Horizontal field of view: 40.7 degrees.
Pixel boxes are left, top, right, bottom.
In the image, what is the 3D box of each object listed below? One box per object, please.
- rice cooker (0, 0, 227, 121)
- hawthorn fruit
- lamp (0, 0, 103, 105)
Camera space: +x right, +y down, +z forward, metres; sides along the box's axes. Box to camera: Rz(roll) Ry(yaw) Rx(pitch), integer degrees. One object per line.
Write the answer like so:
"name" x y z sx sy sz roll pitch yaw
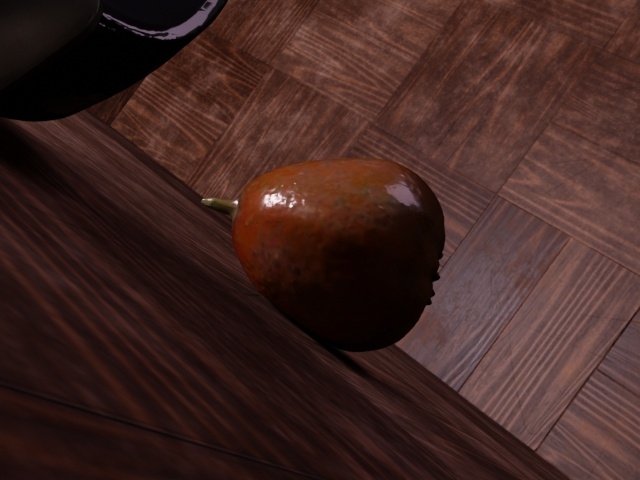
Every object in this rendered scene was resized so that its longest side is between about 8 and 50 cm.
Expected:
"rice cooker" -0.197 -0.219 0.583 0.224 0.267 0.267 -6 -33 44
"hawthorn fruit" 0.000 0.000 0.864 0.251 0.199 0.199 21 -3 6
"lamp" -0.161 -0.102 0.292 0.203 0.124 0.283 46 3 11
